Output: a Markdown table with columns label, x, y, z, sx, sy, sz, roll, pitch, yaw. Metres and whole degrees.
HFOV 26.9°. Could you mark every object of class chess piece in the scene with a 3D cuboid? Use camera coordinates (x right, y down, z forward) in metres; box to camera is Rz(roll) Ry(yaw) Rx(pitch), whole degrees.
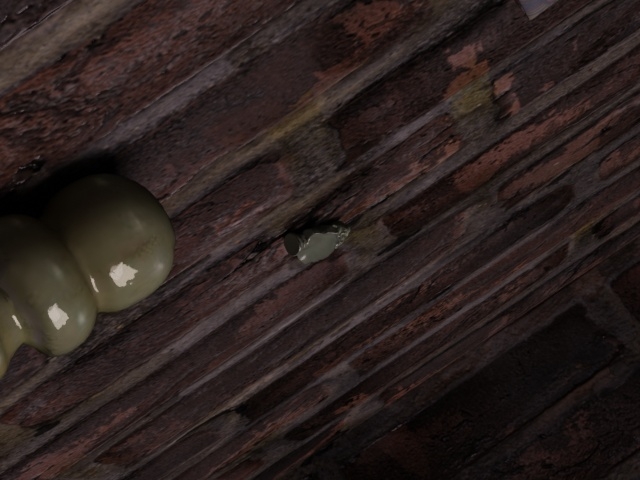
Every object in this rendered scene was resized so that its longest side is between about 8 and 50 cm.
| label | x | y | z | sx | sy | sz | roll | pitch | yaw |
| --- | --- | --- | --- | --- | --- | --- | --- | --- | --- |
| chess piece | -0.280 | 0.052 | 1.184 | 0.330 | 0.182 | 0.182 | -33 | 163 | -23 |

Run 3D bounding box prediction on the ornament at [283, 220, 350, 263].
| label | x | y | z | sx | sy | sz | roll | pitch | yaw |
| --- | --- | --- | --- | --- | --- | --- | --- | --- | --- |
| ornament | -0.003 | 0.001 | 1.682 | 0.068 | 0.041 | 0.092 | -36 | 163 | 16 |

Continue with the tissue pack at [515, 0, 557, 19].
| label | x | y | z | sx | sy | sz | roll | pitch | yaw |
| --- | --- | --- | --- | --- | --- | --- | --- | --- | --- |
| tissue pack | 0.220 | -0.286 | 1.304 | 0.108 | 0.060 | 0.148 | -36 | 161 | 10 |
